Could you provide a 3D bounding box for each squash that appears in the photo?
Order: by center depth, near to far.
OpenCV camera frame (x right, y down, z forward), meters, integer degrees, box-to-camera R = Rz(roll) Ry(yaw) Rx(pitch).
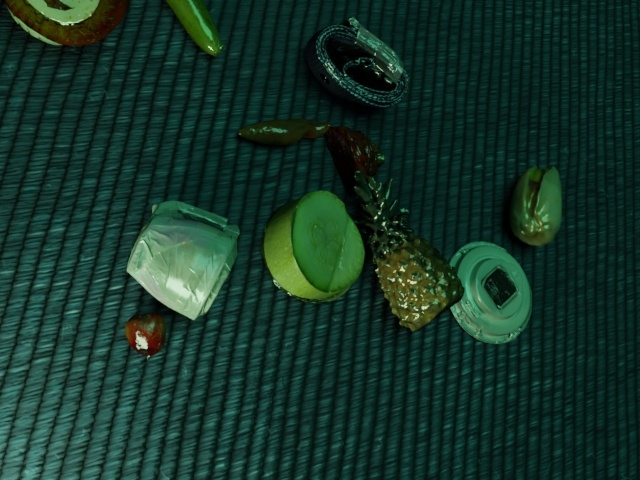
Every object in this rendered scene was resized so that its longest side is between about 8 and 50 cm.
[{"bbox_3d":[0.004,0.008,1.587,0.220,0.133,0.220,11,68,-30],"label":"squash"},{"bbox_3d":[-0.260,-0.465,1.642,0.066,0.066,0.201,-34,90,-31],"label":"squash"}]

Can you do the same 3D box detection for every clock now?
[{"bbox_3d":[0.384,0.110,1.780,0.236,0.053,0.236,8,70,-23],"label":"clock"}]

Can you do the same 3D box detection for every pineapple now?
[{"bbox_3d":[0.153,0.012,1.651,0.169,0.169,0.340,-26,78,-31],"label":"pineapple"}]

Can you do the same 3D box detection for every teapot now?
[{"bbox_3d":[-0.241,0.011,1.439,0.178,0.163,0.221,28,63,-8],"label":"teapot"}]

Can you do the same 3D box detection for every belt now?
[{"bbox_3d":[0.077,-0.375,1.750,0.230,0.126,0.139,32,85,-15],"label":"belt"}]

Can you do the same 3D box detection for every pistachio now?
[{"bbox_3d":[0.501,-0.079,1.871,0.145,0.117,0.200,54,40,-47],"label":"pistachio"}]

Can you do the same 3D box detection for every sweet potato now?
[{"bbox_3d":[-0.074,-0.223,1.661,0.202,0.055,0.058,-8,77,-28],"label":"sweet potato"}]

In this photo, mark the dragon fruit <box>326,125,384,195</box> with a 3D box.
[{"bbox_3d":[0.088,-0.189,1.718,0.106,0.083,0.162,-16,78,-32],"label":"dragon fruit"}]

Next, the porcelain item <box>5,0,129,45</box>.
[{"bbox_3d":[-0.469,-0.491,1.489,0.253,0.253,0.253,9,70,-24],"label":"porcelain item"}]

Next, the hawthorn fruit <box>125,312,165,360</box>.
[{"bbox_3d":[-0.304,0.162,1.408,0.077,0.077,0.077,9,70,-24],"label":"hawthorn fruit"}]
